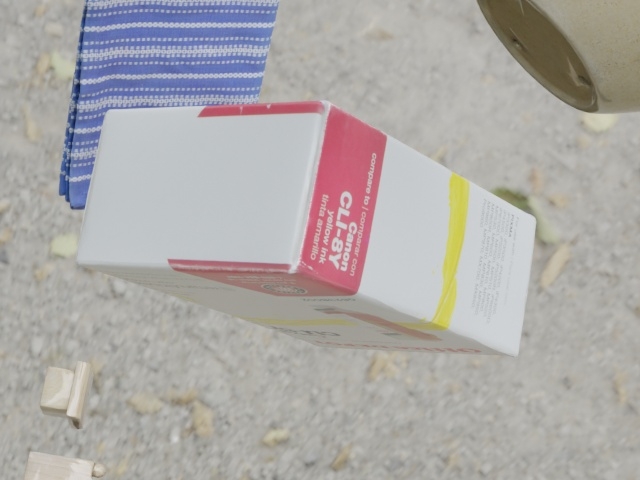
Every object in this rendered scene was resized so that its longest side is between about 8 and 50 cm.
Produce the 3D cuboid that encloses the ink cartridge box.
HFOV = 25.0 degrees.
[{"bbox_3d":[0.000,0.000,1.425,0.385,0.279,0.160,23,73,-50],"label":"ink cartridge box"}]

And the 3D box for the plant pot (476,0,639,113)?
[{"bbox_3d":[0.218,-0.199,1.008,0.191,0.284,0.284,-42,78,-6],"label":"plant pot"}]

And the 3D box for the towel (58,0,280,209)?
[{"bbox_3d":[-0.184,-0.177,1.759,0.243,0.336,0.040,-4,42,-22],"label":"towel"}]

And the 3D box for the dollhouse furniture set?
[{"bbox_3d":[-0.170,0.318,1.236,0.174,0.303,0.355,9,71,-2],"label":"dollhouse furniture set"}]
